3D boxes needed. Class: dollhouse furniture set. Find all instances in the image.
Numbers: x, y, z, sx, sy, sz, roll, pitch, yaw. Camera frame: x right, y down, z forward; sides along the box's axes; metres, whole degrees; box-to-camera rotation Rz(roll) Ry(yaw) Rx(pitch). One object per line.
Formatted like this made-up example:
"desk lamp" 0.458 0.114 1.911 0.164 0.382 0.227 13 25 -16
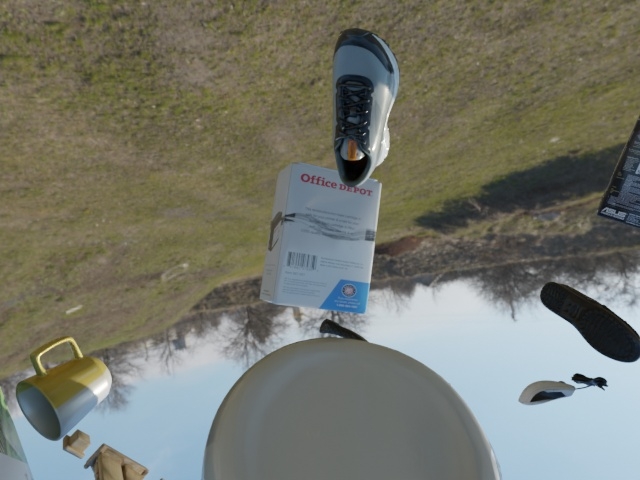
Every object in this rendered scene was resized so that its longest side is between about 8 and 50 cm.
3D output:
"dollhouse furniture set" -0.411 0.605 0.925 0.174 0.355 0.303 -47 -152 -12

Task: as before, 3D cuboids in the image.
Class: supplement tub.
"supplement tub" 0.001 0.264 0.404 0.207 0.207 0.337 -9 131 -26

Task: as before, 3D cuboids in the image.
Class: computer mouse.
"computer mouse" 0.564 0.348 1.100 0.193 0.042 0.106 -13 174 -1

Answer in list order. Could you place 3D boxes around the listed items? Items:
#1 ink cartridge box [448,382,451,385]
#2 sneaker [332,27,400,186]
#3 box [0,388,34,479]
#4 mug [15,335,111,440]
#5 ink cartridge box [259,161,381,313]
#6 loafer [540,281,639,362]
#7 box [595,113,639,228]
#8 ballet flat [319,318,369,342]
"ink cartridge box" 0.222 0.456 1.080 0.100 0.171 0.237 19 -141 10
"sneaker" 0.065 -0.198 0.737 0.100 0.108 0.271 12 142 17
"box" -0.268 0.141 0.289 0.059 0.232 0.322 -21 177 -24
"mug" -0.231 0.135 0.429 0.064 0.062 0.078 -34 152 -55
"ink cartridge box" 0.000 0.000 1.062 0.223 0.307 0.129 10 174 -20
"loafer" 0.561 0.155 0.945 0.078 0.080 0.220 -1 -146 -30
"box" 0.703 -0.110 0.823 0.308 0.242 0.077 24 -156 30
"ballet flat" 0.079 0.285 1.354 0.173 0.049 0.057 26 177 12
